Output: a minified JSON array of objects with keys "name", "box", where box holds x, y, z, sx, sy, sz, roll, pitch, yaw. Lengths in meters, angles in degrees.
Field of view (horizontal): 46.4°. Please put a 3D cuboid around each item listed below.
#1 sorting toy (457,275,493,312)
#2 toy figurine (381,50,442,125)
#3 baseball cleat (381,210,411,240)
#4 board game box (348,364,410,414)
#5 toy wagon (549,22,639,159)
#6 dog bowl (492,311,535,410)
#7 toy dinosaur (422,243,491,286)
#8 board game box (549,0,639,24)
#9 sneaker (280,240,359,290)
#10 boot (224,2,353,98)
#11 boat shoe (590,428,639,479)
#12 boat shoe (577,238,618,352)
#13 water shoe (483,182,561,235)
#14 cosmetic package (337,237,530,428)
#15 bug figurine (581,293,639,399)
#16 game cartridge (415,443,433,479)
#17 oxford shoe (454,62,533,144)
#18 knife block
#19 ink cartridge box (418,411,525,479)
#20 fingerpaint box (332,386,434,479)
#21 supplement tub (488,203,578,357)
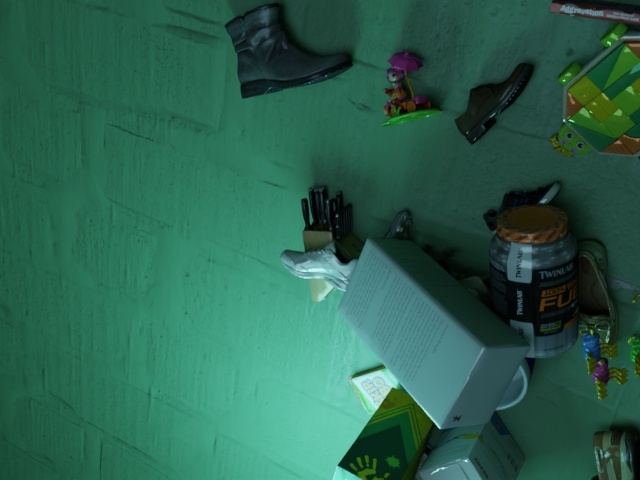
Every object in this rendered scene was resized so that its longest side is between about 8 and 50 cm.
[{"name":"sorting toy","box":[0.367,0.173,1.917,0.208,0.038,0.193,-16,124,38]},{"name":"toy figurine","box":[0.198,-0.368,1.786,0.173,0.130,0.159,-8,93,58]},{"name":"baseball cleat","box":[0.170,0.006,1.969,0.109,0.072,0.206,28,115,33]},{"name":"board game box","box":[0.199,0.421,2.156,0.259,0.039,0.124,-25,96,38]},{"name":"toy wagon","box":[0.618,-0.275,1.554,0.267,0.068,0.344,42,133,-4]},{"name":"dog bowl","box":[0.405,0.304,1.899,0.265,0.104,0.265,16,132,19]},{"name":"toy dinosaur","box":[0.309,0.076,1.926,0.268,0.064,0.118,3,119,33]},{"name":"board game box","box":[0.608,-0.446,1.468,0.281,0.145,0.027,16,115,23]},{"name":"sneaker","box":[0.007,0.047,1.974,0.232,0.090,0.115,15,111,14]},{"name":"boot","box":[-0.093,-0.494,1.885,0.338,0.118,0.222,-6,102,28]},{"name":"boat shoe","box":[0.744,0.619,1.877,0.120,0.122,0.324,2,103,36]},{"name":"boat shoe","box":[0.629,0.143,1.745,0.105,0.089,0.285,-6,108,32]},{"name":"water shoe","box":[0.467,-0.085,1.753,0.203,0.073,0.080,-42,83,35]},{"name":"cosmetic package","box":[0.249,0.203,1.768,0.453,0.161,0.230,47,123,45]},{"name":"bug figurine","box":[0.683,0.234,1.691,0.072,0.279,0.216,40,149,50]},{"name":"game cartridge","box":[0.284,0.684,2.208,0.297,0.062,0.198,39,121,10]},{"name":"oxford shoe","box":[0.385,-0.325,1.692,0.096,0.083,0.227,49,125,9]},{"name":"knife block","box":[0.000,0.000,2.056,0.242,0.088,0.275,45,126,7]},{"name":"ink cartridge box","box":[0.404,0.598,1.986,0.168,0.233,0.171,-30,93,36]},{"name":"fingerpaint box","box":[0.139,0.687,2.033,0.163,0.371,0.444,24,122,18]},{"name":"supplement tub","box":[0.483,0.090,1.690,0.194,0.193,0.316,5,120,29]}]
